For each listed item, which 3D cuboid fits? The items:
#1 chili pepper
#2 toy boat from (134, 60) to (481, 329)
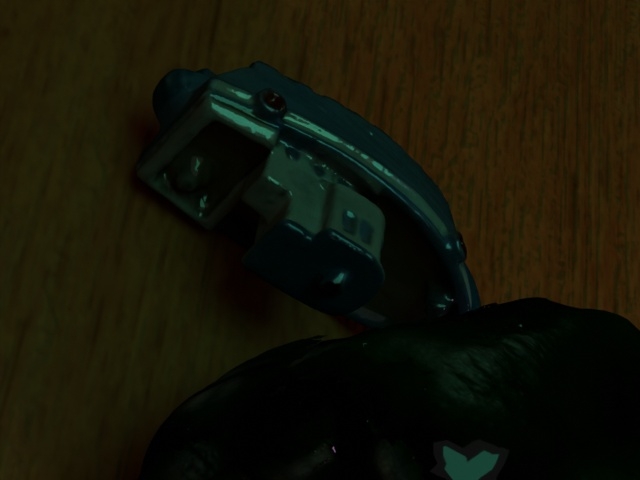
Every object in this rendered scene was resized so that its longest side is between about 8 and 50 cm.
[{"bbox_3d":[0.069,0.141,0.668,0.257,0.233,0.248,-23,86,-53],"label":"chili pepper"},{"bbox_3d":[0.000,0.000,0.784,0.215,0.088,0.102,34,37,-19],"label":"toy boat"}]
